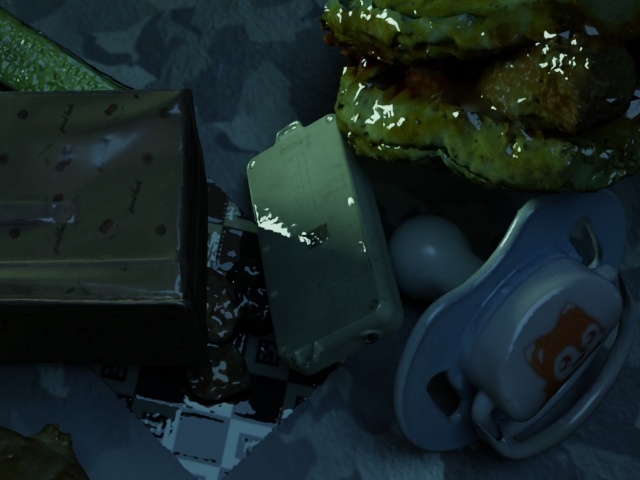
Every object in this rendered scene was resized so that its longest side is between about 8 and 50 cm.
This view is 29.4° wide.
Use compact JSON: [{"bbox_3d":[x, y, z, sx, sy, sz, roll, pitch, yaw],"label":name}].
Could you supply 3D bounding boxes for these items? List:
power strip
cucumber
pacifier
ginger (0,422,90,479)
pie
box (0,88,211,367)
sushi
[{"bbox_3d":[0.000,0.000,1.137,0.118,0.046,0.270,-28,50,20],"label":"power strip"},{"bbox_3d":[-0.278,-0.164,1.210,0.220,0.046,0.070,31,70,2],"label":"cucumber"},{"bbox_3d":[0.156,0.058,1.164,0.299,0.244,0.233,-44,53,-9],"label":"pacifier"},{"bbox_3d":[-0.207,0.305,0.996,0.375,0.166,0.236,32,58,7],"label":"ginger"},{"bbox_3d":[0.219,-0.188,1.168,0.395,0.180,0.418,16,31,38],"label":"pie"},{"bbox_3d":[-0.243,-0.001,1.036,0.297,0.225,0.190,0,70,0],"label":"box"},{"bbox_3d":[-0.104,0.077,1.157,0.231,0.047,0.219,45,68,6],"label":"sushi"}]
